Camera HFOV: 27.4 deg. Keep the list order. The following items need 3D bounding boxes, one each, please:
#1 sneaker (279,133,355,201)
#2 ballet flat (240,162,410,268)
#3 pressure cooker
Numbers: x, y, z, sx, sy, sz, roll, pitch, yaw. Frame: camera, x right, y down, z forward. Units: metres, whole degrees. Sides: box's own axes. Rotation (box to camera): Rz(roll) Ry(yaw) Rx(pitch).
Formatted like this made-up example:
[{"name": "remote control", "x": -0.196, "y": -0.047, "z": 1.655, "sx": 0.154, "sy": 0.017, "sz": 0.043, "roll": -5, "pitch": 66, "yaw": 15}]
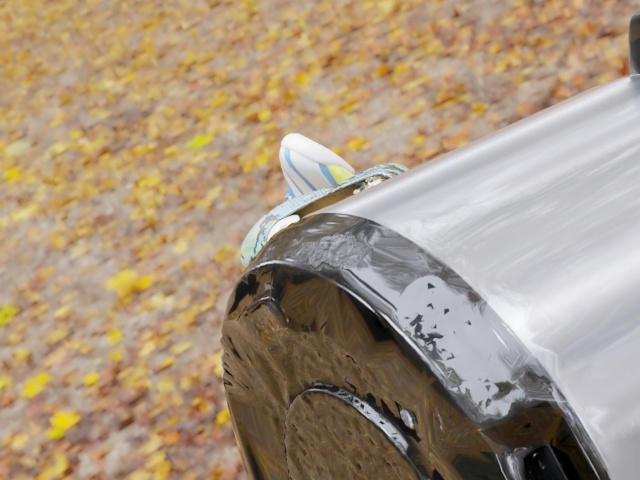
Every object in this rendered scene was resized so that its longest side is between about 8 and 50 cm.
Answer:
[{"name": "sneaker", "x": 0.000, "y": 0.000, "z": 1.364, "sx": 0.091, "sy": 0.240, "sz": 0.126, "roll": 26, "pitch": 71, "yaw": 41}, {"name": "ballet flat", "x": 0.004, "y": -0.017, "z": 1.235, "sx": 0.188, "sy": 0.070, "sz": 0.070, "roll": -30, "pitch": 24, "yaw": 10}, {"name": "pressure cooker", "x": 0.197, "y": 0.094, "z": 0.812, "sx": 0.420, "sy": 0.375, "sz": 0.370, "roll": -25, "pitch": -18, "yaw": -26}]
